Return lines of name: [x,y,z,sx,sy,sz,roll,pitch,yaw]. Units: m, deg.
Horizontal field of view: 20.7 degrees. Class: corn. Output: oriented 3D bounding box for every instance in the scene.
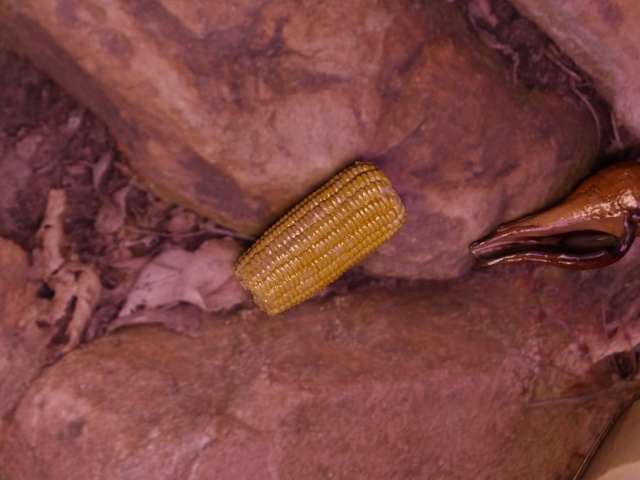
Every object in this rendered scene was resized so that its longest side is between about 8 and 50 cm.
corn: [0.000,0.000,1.579,0.165,0.063,0.085,-39,145,-6]

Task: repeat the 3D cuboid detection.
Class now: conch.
conch: [0.265,-0.015,1.699,0.232,0.086,0.080,-32,161,1]

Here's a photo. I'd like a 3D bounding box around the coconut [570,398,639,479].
coconut: [0.372,0.310,1.731,0.323,0.323,0.323,-9,113,-23]
